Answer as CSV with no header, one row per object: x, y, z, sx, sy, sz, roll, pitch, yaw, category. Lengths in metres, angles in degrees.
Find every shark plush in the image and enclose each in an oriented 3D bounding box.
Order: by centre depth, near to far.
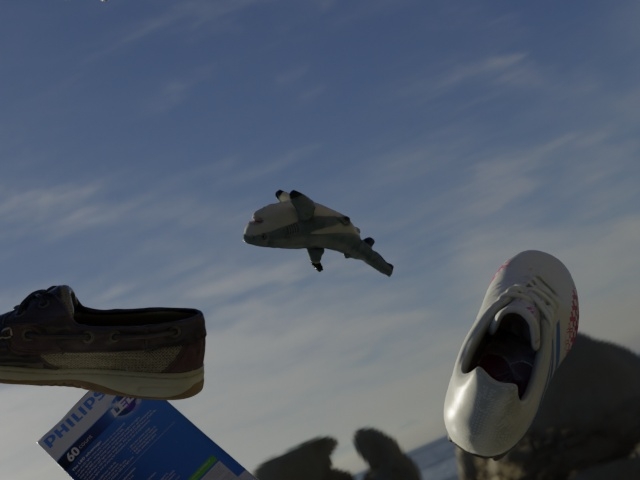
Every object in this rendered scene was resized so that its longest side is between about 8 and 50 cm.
0.000,0.000,1.090,0.161,0.067,0.073,24,-4,-27,shark plush

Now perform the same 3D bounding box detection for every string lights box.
-0.178,0.258,1.131,0.133,0.259,0.077,-45,-37,-16,string lights box

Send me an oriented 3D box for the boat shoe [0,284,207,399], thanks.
-0.246,0.086,0.972,0.285,0.092,0.103,9,8,-9,boat shoe

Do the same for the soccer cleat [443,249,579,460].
0.231,0.096,1.156,0.331,0.116,0.143,-58,-18,-45,soccer cleat
